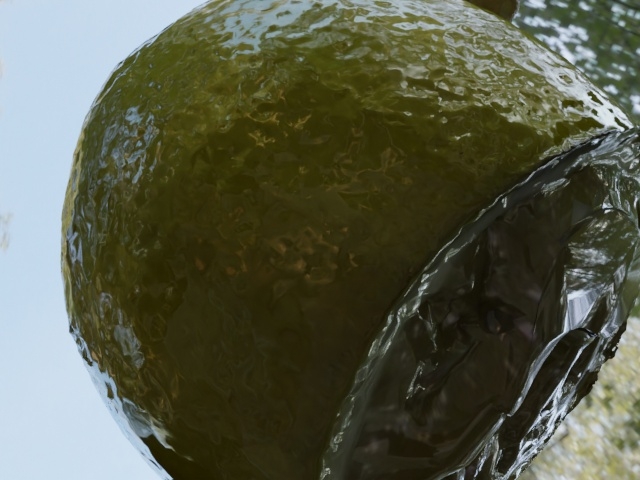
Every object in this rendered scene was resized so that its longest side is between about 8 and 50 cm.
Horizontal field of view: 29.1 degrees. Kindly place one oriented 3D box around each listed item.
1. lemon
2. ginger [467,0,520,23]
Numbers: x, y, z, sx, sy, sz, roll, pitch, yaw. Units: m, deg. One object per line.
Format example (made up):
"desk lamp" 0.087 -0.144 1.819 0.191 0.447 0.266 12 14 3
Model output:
"lemon" 0.000 0.000 0.750 0.364 0.364 0.364 -4 -70 -10
"ginger" 0.102 -0.229 1.004 0.102 0.216 0.157 5 -69 -30
